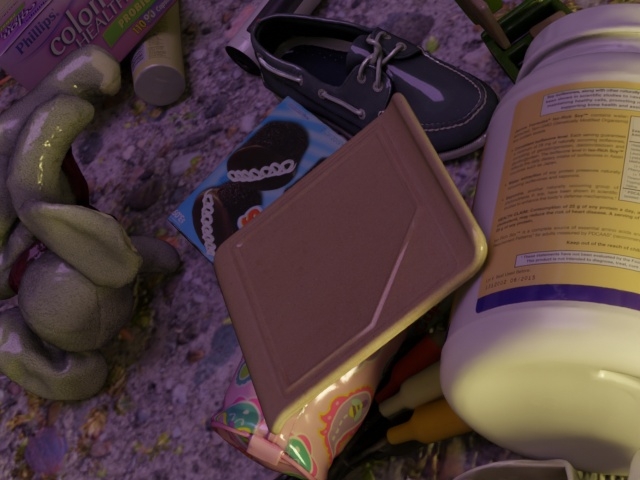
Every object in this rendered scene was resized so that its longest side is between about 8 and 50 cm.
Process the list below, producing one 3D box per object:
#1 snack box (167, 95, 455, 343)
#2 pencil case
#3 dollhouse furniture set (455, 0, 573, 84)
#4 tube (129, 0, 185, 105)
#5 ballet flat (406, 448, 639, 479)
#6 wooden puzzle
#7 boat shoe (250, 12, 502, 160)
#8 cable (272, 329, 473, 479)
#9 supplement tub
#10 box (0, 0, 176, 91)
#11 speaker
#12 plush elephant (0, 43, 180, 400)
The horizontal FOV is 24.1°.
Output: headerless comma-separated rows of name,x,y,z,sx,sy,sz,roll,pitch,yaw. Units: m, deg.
snack box,0.000,0.000,1.497,0.187,0.060,0.322,-46,46,-4
pencil case,0.017,0.071,1.314,0.124,0.124,0.284,21,75,41
dollhouse furniture set,0.281,-0.281,1.438,0.301,0.197,0.151,-36,44,4
tube,-0.202,-0.258,1.828,0.070,0.062,0.240,5,41,-17
ballet flat,0.203,0.220,1.151,0.408,0.147,0.147,-8,54,31
wooden puzzle,0.020,0.018,1.237,0.238,0.044,0.221,-42,39,16
boat shoe,0.049,-0.168,1.566,0.319,0.099,0.116,22,69,40
cable,0.031,0.168,1.344,0.287,0.072,0.139,-30,42,9
supplement tub,0.240,-0.001,1.224,0.241,0.241,0.331,-4,55,30
box,-0.308,-0.292,1.825,0.213,0.117,0.243,-47,32,1
speaker,-0.050,-0.255,1.726,0.055,0.055,0.136,26,73,42
plush elephant,-0.268,0.003,1.553,0.255,0.272,0.330,40,43,7
